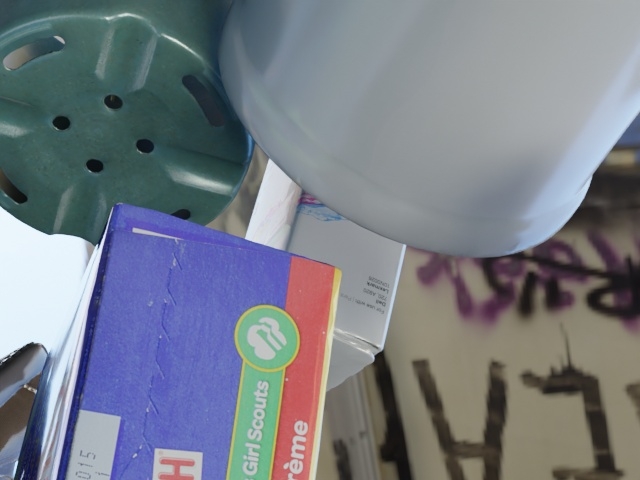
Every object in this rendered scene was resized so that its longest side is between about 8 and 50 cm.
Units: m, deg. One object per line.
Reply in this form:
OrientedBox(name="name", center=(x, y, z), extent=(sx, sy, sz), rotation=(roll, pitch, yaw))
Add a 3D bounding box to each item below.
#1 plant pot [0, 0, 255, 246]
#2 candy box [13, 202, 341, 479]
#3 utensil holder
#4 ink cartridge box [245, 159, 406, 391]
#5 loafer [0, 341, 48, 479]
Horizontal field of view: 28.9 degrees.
OrientedBox(name="plant pot", center=(-0.180, -0.191, 1.155), extent=(0.341, 0.341, 0.334), rotation=(-7, -138, 9))
OrientedBox(name="candy box", center=(-0.103, 0.162, 0.652), extent=(0.122, 0.268, 0.317), rotation=(14, 159, -13))
OrientedBox(name="utensil holder", center=(0.141, -0.233, 0.905), extent=(0.328, 0.385, 0.327), rotation=(16, -137, -16))
OrientedBox(name="ink cartridge box", center=(0.000, 0.000, 1.244), extent=(0.117, 0.278, 0.201), rotation=(22, 151, -14))
OrientedBox(name="loafer", center=(-0.351, 0.234, 1.181), extent=(0.134, 0.130, 0.366), rotation=(-28, -169, 40))
